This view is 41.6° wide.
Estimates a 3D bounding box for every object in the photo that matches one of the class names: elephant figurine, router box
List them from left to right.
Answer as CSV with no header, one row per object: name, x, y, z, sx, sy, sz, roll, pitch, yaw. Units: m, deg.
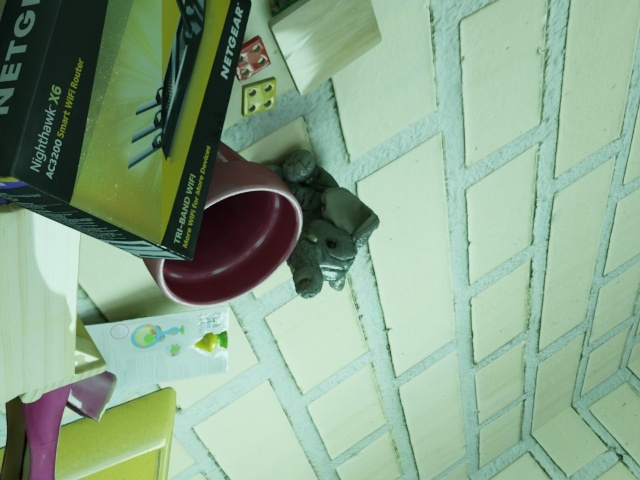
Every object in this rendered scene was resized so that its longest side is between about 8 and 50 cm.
router box,-0.194,-0.160,0.827,0.243,0.081,0.309,30,66,-55
elephant figurine,0.000,0.000,1.213,0.186,0.239,0.169,-28,145,-16

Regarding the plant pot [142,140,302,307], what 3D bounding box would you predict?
plant pot,-0.151,-0.046,1.071,0.201,0.180,0.201,-24,144,-19

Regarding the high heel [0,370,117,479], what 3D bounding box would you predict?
high heel,-0.432,0.303,1.141,0.181,0.127,0.377,41,55,-35

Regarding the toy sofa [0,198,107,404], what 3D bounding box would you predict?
toy sofa,-0.352,0.025,0.991,0.177,0.150,0.362,-18,142,-33

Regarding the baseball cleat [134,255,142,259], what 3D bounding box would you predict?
baseball cleat,-0.202,0.032,1.215,0.206,0.072,0.109,7,132,-43

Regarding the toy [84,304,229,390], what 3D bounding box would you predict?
toy,-0.262,0.159,1.306,0.237,0.056,0.137,-5,123,-16

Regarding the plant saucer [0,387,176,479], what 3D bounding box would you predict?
plant saucer,-0.402,0.438,1.498,0.333,0.081,0.333,-17,140,-29

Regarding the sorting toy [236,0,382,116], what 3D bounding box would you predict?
sorting toy,-0.007,-0.267,1.067,0.274,0.046,0.132,-36,147,-5
